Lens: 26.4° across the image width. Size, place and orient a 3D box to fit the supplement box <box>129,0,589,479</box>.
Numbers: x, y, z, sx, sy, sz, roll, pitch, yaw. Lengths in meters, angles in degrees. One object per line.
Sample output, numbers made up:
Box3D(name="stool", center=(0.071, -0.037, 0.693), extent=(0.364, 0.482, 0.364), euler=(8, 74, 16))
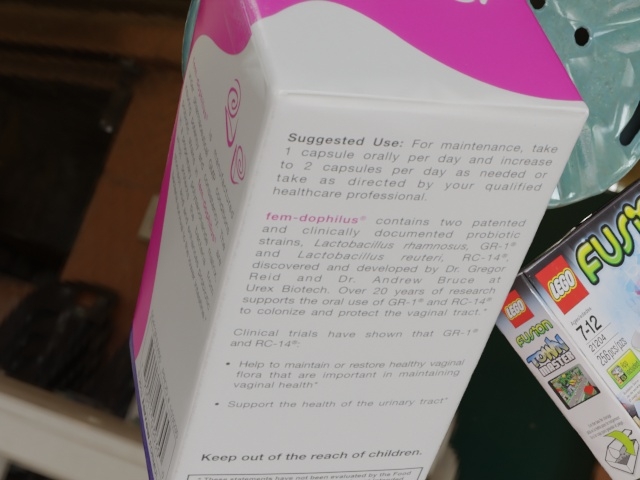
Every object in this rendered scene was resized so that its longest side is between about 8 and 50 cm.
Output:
Box3D(name="supplement box", center=(0.000, 0.000, 0.524), extent=(0.114, 0.111, 0.220), euler=(1, -47, -17))

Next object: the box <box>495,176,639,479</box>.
Box3D(name="box", center=(0.183, 0.025, 0.709), extent=(0.114, 0.207, 0.036), euler=(53, -40, 4))

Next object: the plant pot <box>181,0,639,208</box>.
Box3D(name="plant pot", center=(0.103, -0.158, 1.184), extent=(0.341, 0.341, 0.334), euler=(25, -9, -28))
